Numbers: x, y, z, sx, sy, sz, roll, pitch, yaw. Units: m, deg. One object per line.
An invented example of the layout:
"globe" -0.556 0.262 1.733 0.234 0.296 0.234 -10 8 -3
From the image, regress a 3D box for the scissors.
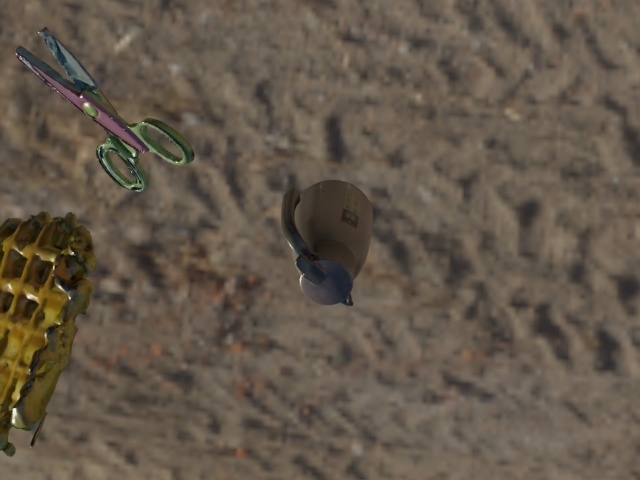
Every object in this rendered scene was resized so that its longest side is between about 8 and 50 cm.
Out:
"scissors" -0.211 -0.124 1.558 0.187 0.020 0.133 46 144 -17

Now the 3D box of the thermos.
"thermos" 0.000 0.000 2.065 0.105 0.193 0.137 -34 111 20

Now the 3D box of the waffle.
"waffle" -0.338 0.095 1.738 0.262 0.280 0.060 -37 135 18
